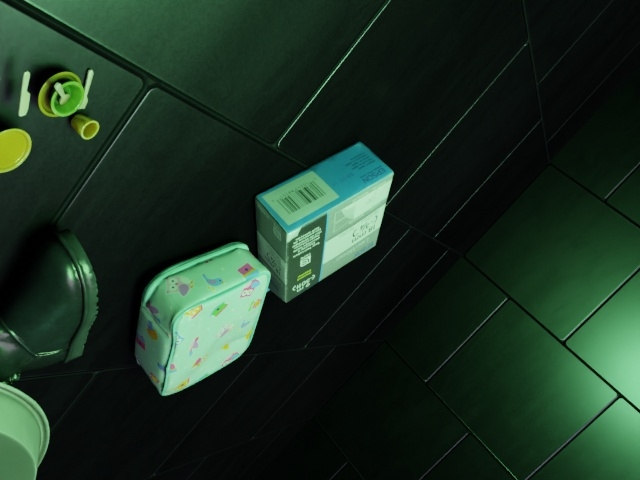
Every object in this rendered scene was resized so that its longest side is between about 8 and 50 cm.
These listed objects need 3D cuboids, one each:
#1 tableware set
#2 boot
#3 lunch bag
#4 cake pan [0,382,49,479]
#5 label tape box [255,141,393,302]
[{"bbox_3d":[-0.270,-0.105,0.463,0.104,0.024,0.154,-60,169,30],"label":"tableware set"},{"bbox_3d":[-0.385,0.108,0.585,0.207,0.094,0.246,-23,154,-45],"label":"boot"},{"bbox_3d":[-0.205,0.139,0.888,0.224,0.108,0.279,-28,153,-41],"label":"lunch bag"},{"bbox_3d":[-0.460,0.271,0.550,0.293,0.054,0.293,-19,133,-22],"label":"cake pan"},{"bbox_3d":[0.000,0.000,0.985,0.241,0.106,0.333,-31,152,-24],"label":"label tape box"}]
